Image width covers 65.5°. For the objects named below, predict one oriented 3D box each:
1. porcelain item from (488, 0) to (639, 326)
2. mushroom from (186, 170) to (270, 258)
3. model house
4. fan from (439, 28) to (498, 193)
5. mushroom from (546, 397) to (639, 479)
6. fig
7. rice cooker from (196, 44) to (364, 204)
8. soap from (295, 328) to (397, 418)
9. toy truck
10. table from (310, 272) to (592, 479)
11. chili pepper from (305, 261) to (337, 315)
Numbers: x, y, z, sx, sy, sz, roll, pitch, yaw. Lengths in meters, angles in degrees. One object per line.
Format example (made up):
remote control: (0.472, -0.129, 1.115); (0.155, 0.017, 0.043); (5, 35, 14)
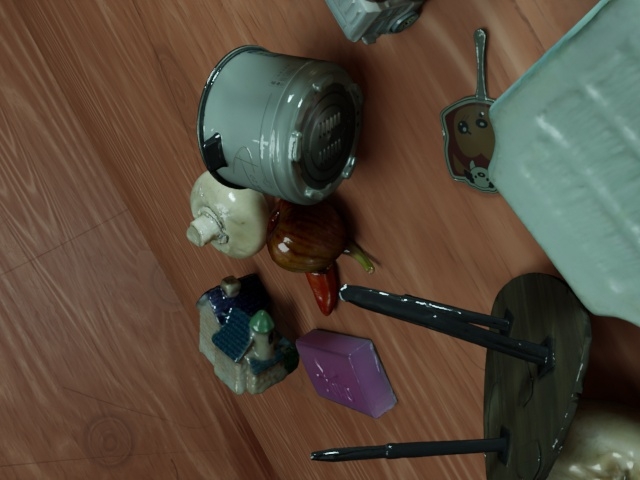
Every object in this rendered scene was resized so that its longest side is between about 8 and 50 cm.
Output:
porcelain item: (0.314, -0.075, 0.416); (0.286, 0.157, 0.281); (55, 150, 10)
mushroom: (-0.242, -0.058, 1.264); (0.246, 0.202, 0.246); (31, 144, 26)
model house: (-0.221, 0.253, 1.481); (0.298, 0.243, 0.285); (27, 128, 39)
fan: (0.211, -0.162, 0.652); (0.132, 0.009, 0.220); (22, 134, 45)
mushroom: (0.351, 0.359, 0.605); (0.292, 0.289, 0.293); (44, 153, 30)
fig: (-0.005, -0.005, 1.014); (0.175, 0.207, 0.175); (-167, 90, -69)
rice cooker: (-0.071, -0.186, 0.818); (0.226, 0.280, 0.242); (19, 135, 28)
soap: (0.057, 0.328, 1.251); (0.259, 0.081, 0.181); (-2, 113, 58)
toy truck: (0.089, -0.332, 0.559); (0.108, 0.140, 0.256); (60, 151, 0)
table: (0.136, 0.140, 0.619); (0.248, 0.318, 0.318); (10, 136, 4)
chili pepper: (0.004, 0.118, 1.174); (0.088, 0.064, 0.169); (31, 143, 43)
